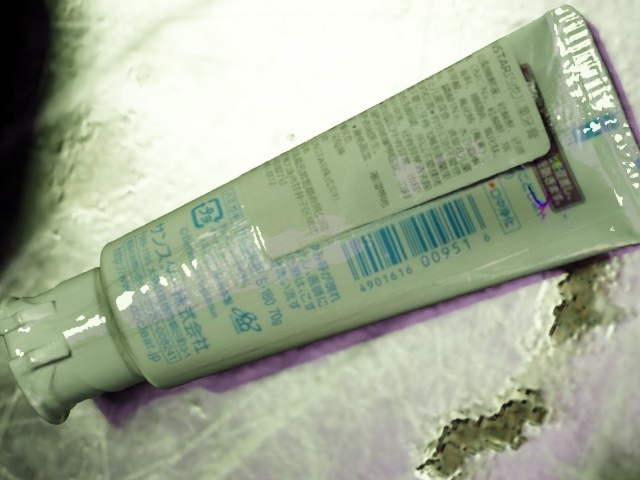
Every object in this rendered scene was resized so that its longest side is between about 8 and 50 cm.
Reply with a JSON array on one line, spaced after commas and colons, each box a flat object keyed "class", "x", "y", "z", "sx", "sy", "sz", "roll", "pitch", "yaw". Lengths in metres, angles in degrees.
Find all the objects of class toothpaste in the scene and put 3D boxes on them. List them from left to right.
[{"class": "toothpaste", "x": 0.000, "y": 0.000, "z": 0.743, "sx": 0.299, "sy": 0.073, "sz": 0.114, "roll": -22, "pitch": 83, "yaw": 7}]
